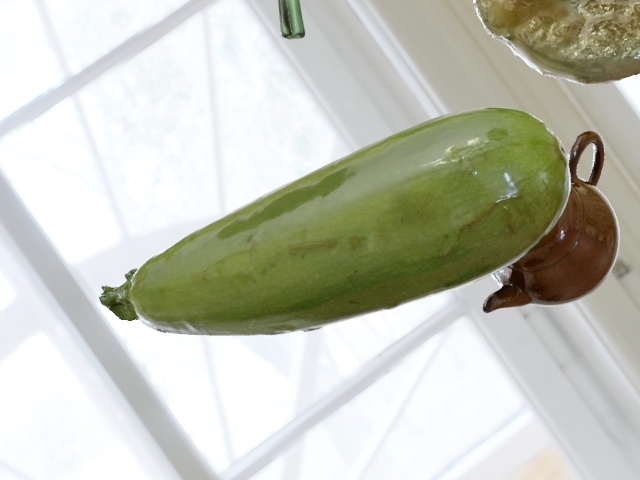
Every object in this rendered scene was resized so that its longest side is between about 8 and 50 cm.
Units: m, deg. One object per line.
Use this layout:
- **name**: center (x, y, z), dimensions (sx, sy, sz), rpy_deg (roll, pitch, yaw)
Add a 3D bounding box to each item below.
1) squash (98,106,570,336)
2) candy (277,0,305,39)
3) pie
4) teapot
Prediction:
- **squash**: center (0.003, 0.007, 0.936), dimensions (0.370, 0.118, 0.118), rpy_deg (-21, 5, 22)
- **candy**: center (-0.034, -0.285, 1.096), dimensions (0.073, 0.262, 0.077), rpy_deg (-11, -20, 11)
- **pie**: center (0.216, -0.221, 1.087), dimensions (0.185, 0.218, 0.052), rpy_deg (-17, -23, 4)
- **teapot**: center (0.179, -0.011, 1.037), dimensions (0.173, 0.116, 0.116), rpy_deg (-60, 2, -5)
